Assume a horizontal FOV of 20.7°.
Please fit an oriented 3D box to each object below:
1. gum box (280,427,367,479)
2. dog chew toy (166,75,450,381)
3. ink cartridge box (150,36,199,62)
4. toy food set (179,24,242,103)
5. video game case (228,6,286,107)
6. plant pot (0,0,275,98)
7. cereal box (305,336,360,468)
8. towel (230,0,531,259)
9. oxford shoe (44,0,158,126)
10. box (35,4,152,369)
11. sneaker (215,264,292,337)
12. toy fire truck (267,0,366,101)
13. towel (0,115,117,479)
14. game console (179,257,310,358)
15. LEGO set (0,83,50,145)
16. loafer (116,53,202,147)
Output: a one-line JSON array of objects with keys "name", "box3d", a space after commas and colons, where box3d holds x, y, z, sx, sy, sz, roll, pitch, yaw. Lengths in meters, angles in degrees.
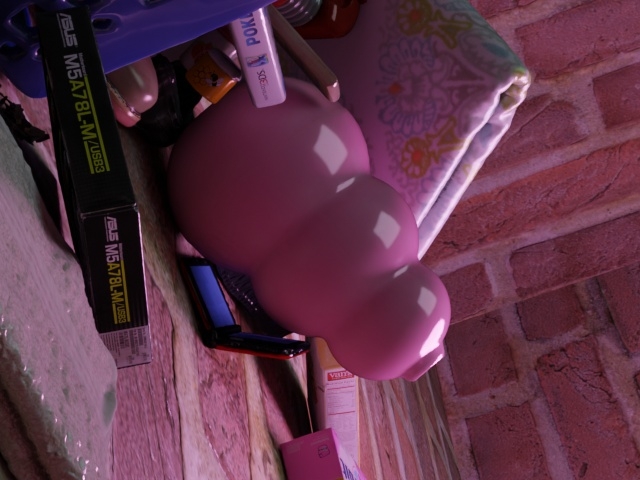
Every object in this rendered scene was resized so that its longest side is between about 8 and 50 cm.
[{"name": "gum box", "box3d": [0.020, 0.295, 1.926, 0.188, 0.062, 0.107, 60, 13, -58]}, {"name": "dog chew toy", "box3d": [0.000, 0.000, 1.731, 0.332, 0.206, 0.206, 51, 5, 5]}, {"name": "ink cartridge box", "box3d": [-0.141, -0.326, 1.819, 0.353, 0.119, 0.207, 64, 37, -45]}, {"name": "toy food set", "box3d": [-0.133, -0.241, 1.628, 0.232, 0.104, 0.111, 47, 9, 12]}, {"name": "video game case", "box3d": [-0.092, -0.323, 1.514, 0.300, 0.036, 0.329, 76, 1, -67]}, {"name": "plant pot", "box3d": [-0.178, -0.271, 1.243, 0.212, 0.236, 0.236, 41, 30, -63]}, {"name": "cereal box", "box3d": [0.012, 0.165, 2.037, 0.173, 0.047, 0.240, -102, -174, -47]}, {"name": "towel", "box3d": [0.043, -0.135, 1.921, 0.090, 0.374, 0.320, -2, 43, -45]}, {"name": "oxford shoe", "box3d": [-0.190, -0.274, 1.528, 0.123, 0.130, 0.348, 28, 44, -80]}, {"name": "box", "box3d": [-0.158, -0.034, 1.231, 0.190, 0.045, 0.184, 92, -14, -53]}, {"name": "sneaker", "box3d": [-0.078, 0.024, 1.927, 0.082, 0.069, 0.209, 59, -2, 39]}, {"name": "toy fire truck", "box3d": [-0.021, -0.245, 1.747, 0.217, 0.158, 0.246, 37, 57, -60]}, {"name": "towel", "box3d": [-0.189, 0.025, 1.053, 0.187, 0.049, 0.282, -98, 167, -63]}, {"name": "game console", "box3d": [-0.073, 0.067, 1.748, 0.144, 0.124, 0.085, 2, 95, -82]}, {"name": "LEGO set", "box3d": [-0.221, -0.088, 1.234, 0.083, 0.023, 0.054, 46, -7, -34]}, {"name": "loafer", "box3d": [-0.149, -0.137, 1.707, 0.223, 0.078, 0.076, 20, 52, -82]}]
